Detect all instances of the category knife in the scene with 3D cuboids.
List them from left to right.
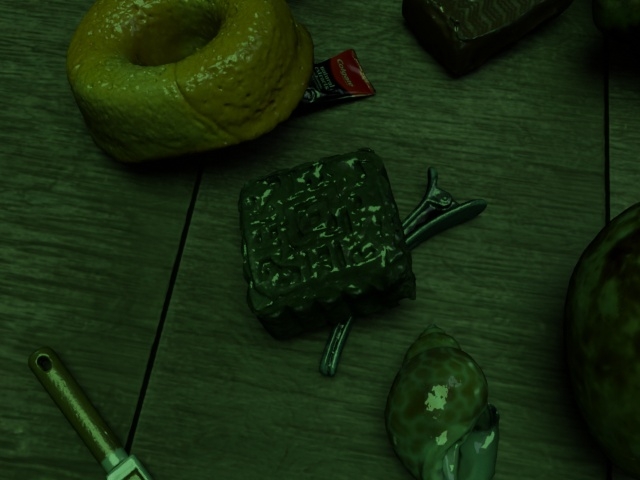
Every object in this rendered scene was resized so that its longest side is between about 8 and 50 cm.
[{"bbox_3d":[-0.203,0.250,0.728,0.061,0.027,0.343,-38,74,-20],"label":"knife"}]

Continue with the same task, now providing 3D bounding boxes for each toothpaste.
[{"bbox_3d":[-0.029,-0.190,0.916,0.193,0.045,0.071,-21,76,-14],"label":"toothpaste"}]

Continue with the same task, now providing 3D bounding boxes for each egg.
[{"bbox_3d":[0.352,0.091,0.686,0.238,0.238,0.289,22,78,9],"label":"egg"}]

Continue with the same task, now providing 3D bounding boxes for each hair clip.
[{"bbox_3d":[0.077,0.036,0.821,0.083,0.048,0.275,37,76,13],"label":"hair clip"}]

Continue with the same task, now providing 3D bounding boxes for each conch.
[{"bbox_3d":[0.118,0.175,0.725,0.116,0.106,0.173,-9,84,-28],"label":"conch"}]

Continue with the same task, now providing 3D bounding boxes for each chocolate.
[{"bbox_3d":[0.225,-0.322,0.945,0.214,0.093,0.148,-30,71,-12],"label":"chocolate"}]

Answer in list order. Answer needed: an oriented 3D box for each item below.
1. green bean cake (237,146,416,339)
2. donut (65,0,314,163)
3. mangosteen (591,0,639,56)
[{"bbox_3d":[0.000,0.000,0.778,0.181,0.094,0.173,-14,60,9],"label":"green bean cake"},{"bbox_3d":[-0.163,-0.226,0.859,0.303,0.110,0.303,-7,56,11],"label":"donut"},{"bbox_3d":[0.484,-0.357,0.857,0.330,0.330,0.330,0,66,0],"label":"mangosteen"}]
